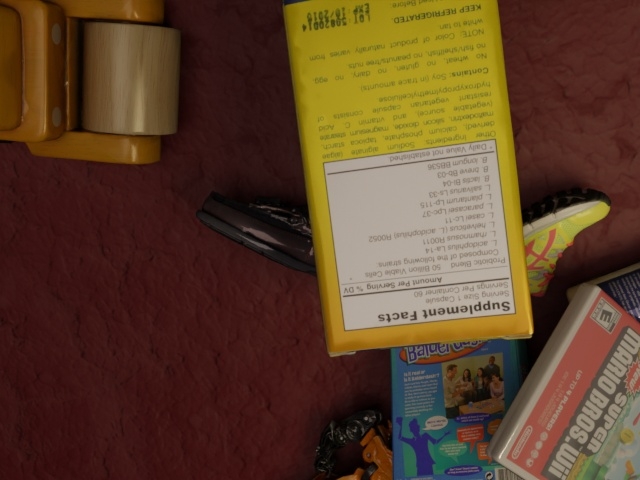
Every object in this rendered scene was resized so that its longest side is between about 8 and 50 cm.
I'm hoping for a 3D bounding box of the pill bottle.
[{"bbox_3d":[0.375,0.069,0.890,0.169,0.094,0.094,-24,95,16],"label":"pill bottle"}]

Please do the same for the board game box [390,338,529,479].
[{"bbox_3d":[0.162,0.194,0.912,0.160,0.047,0.210,-12,59,25],"label":"board game box"}]

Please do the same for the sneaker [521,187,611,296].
[{"bbox_3d":[0.251,0.016,0.921,0.208,0.081,0.094,-34,93,27],"label":"sneaker"}]

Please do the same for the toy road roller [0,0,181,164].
[{"bbox_3d":[-0.346,-0.196,0.918,0.329,0.240,0.203,6,102,8],"label":"toy road roller"}]

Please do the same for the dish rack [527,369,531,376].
[{"bbox_3d":[0.315,0.278,0.957,0.271,0.074,0.208,42,107,2],"label":"dish rack"}]

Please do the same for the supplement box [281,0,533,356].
[{"bbox_3d":[0.091,-0.083,0.802,0.194,0.195,0.357,-6,93,10],"label":"supplement box"}]

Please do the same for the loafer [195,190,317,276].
[{"bbox_3d":[0.000,0.000,0.970,0.302,0.109,0.095,25,87,0],"label":"loafer"}]

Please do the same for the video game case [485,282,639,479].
[{"bbox_3d":[0.322,0.203,0.845,0.285,0.025,0.204,36,81,-26],"label":"video game case"}]

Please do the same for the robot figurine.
[{"bbox_3d":[0.053,0.356,1.010,0.211,0.085,0.291,42,108,25],"label":"robot figurine"}]
